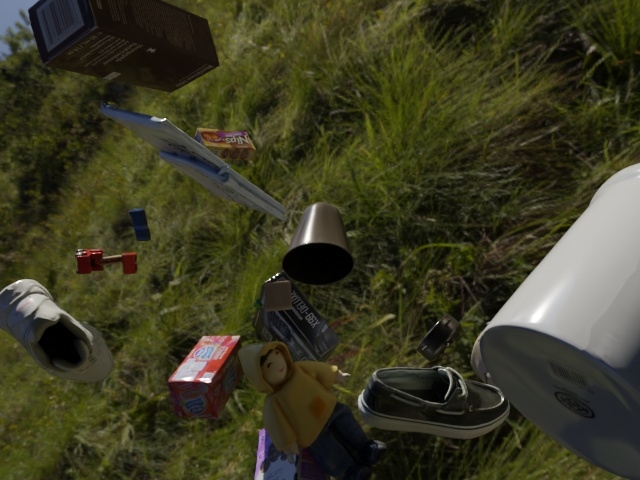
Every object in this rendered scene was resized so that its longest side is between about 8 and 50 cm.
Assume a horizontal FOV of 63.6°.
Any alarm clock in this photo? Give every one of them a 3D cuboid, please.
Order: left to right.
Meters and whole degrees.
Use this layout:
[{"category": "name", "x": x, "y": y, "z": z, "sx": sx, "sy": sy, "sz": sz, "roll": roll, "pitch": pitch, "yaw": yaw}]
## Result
[{"category": "alarm clock", "x": 0.321, "y": 0.263, "z": 1.379, "sx": 0.129, "sy": 0.064, "sz": 0.192, "roll": -49, "pitch": -18, "yaw": 1}]

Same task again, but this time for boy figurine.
[{"category": "boy figurine", "x": -0.018, "y": 0.267, "z": 0.849, "sx": 0.177, "sy": 0.285, "sz": 0.092, "roll": -42, "pitch": 5, "yaw": -34}]

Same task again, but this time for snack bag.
[{"category": "snack bag", "x": -0.267, "y": -0.162, "z": 1.075, "sx": 0.342, "sy": 0.323, "sz": 0.037, "roll": 37, "pitch": -100, "yaw": -44}]

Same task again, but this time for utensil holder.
[{"category": "utensil holder", "x": 0.487, "y": 0.117, "z": 0.800, "sx": 0.385, "sy": 0.327, "sz": 0.327, "roll": -42, "pitch": -18, "yaw": -20}]

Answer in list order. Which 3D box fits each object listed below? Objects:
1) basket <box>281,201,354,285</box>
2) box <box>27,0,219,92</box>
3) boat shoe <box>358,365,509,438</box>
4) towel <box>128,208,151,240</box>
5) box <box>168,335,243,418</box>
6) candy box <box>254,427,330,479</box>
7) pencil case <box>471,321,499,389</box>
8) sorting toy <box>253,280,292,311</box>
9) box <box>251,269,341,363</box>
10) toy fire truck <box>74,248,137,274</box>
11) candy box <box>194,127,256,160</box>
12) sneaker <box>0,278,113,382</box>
[{"category": "basket", "x": 0.000, "y": 0.000, "z": 1.523, "sx": 0.227, "sy": 0.204, "sz": 0.154, "roll": -84, "pitch": -14, "yaw": -53}, {"category": "box", "x": -0.441, "y": -0.469, "z": 1.211, "sx": 0.381, "sy": 0.191, "sz": 0.143, "roll": -14, "pitch": -92, "yaw": -60}, {"category": "boat shoe", "x": 0.246, "y": 0.318, "z": 1.039, "sx": 0.121, "sy": 0.335, "sz": 0.119, "roll": -111, "pitch": 30, "yaw": -52}, {"category": "towel", "x": -0.658, "y": -0.056, "z": 1.884, "sx": 0.029, "sy": 0.067, "sz": 0.119, "roll": -31, "pitch": -63, "yaw": -56}, {"category": "box", "x": -0.320, "y": 0.388, "z": 1.495, "sx": 0.257, "sy": 0.128, "sz": 0.122, "roll": -62, "pitch": -31, "yaw": -69}, {"category": "candy box", "x": -0.052, "y": 0.412, "z": 0.903, "sx": 0.165, "sy": 0.070, "sz": 0.196, "roll": -47, "pitch": 29, "yaw": 40}, {"category": "pencil case", "x": 0.563, "y": 0.348, "z": 1.290, "sx": 0.410, "sy": 0.160, "sz": 0.183, "roll": 26, "pitch": 97, "yaw": 55}, {"category": "sorting toy", "x": -0.103, "y": 0.120, "z": 1.101, "sx": 0.012, "sy": 0.083, "sz": 0.062, "roll": 80, "pitch": -175, "yaw": -70}, {"category": "box", "x": -0.078, "y": 0.254, "z": 1.433, "sx": 0.076, "sy": 0.242, "sz": 0.307, "roll": -32, "pitch": -17, "yaw": -27}, {"category": "toy fire truck", "x": -0.520, "y": 0.049, "z": 1.251, "sx": 0.192, "sy": 0.135, "sz": 0.047, "roll": -166, "pitch": 74, "yaw": -66}, {"category": "candy box", "x": -0.329, "y": -0.331, "z": 1.786, "sx": 0.109, "sy": 0.187, "sz": 0.053, "roll": 60, "pitch": 138, "yaw": 36}, {"category": "sneaker", "x": -0.356, "y": 0.157, "z": 0.725, "sx": 0.090, "sy": 0.115, "sz": 0.232, "roll": -48, "pitch": -32, "yaw": -19}]
